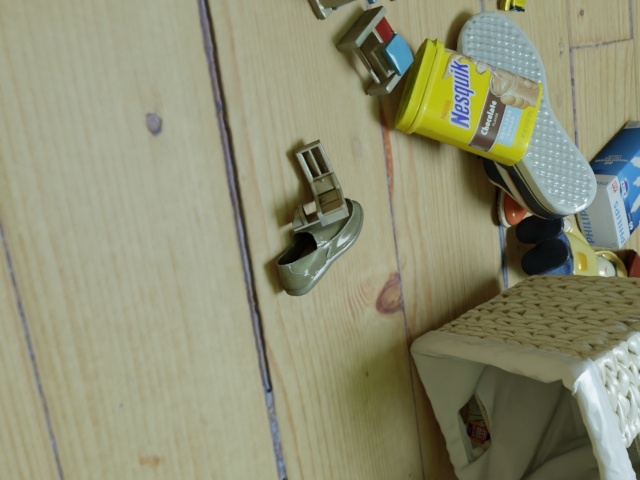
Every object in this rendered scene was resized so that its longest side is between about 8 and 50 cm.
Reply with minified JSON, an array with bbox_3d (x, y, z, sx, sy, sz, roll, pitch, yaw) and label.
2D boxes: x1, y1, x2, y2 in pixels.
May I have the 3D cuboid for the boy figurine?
[{"bbox_3d":[0.436,0.046,1.215,0.285,0.092,0.177,22,57,-43],"label":"boy figurine"}]

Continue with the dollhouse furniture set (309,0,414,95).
[{"bbox_3d":[0.090,-0.293,0.861,0.183,0.129,0.129,51,62,-31],"label":"dollhouse furniture set"}]

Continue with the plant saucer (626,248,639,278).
[{"bbox_3d":[0.665,0.131,1.335,0.048,0.259,0.258,-44,166,17],"label":"plant saucer"}]

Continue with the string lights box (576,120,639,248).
[{"bbox_3d":[0.577,-0.111,1.349,0.260,0.077,0.133,-40,120,-32],"label":"string lights box"}]

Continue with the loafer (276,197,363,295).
[{"bbox_3d":[0.000,0.000,0.856,0.148,0.056,0.050,-55,132,-24],"label":"loafer"}]

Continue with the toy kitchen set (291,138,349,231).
[{"bbox_3d":[-0.015,-0.061,0.834,0.068,0.083,0.075,-23,115,6],"label":"toy kitchen set"}]

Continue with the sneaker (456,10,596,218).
[{"bbox_3d":[0.282,-0.174,1.060,0.126,0.127,0.321,-22,85,-10],"label":"sneaker"}]

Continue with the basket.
[{"bbox_3d":[0.350,0.238,0.959,0.267,0.331,0.328,-26,100,-26],"label":"basket"}]

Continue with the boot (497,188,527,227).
[{"bbox_3d":[0.344,-0.084,1.139,0.158,0.085,0.059,-55,127,-22],"label":"boot"}]

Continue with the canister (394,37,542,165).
[{"bbox_3d":[0.198,-0.182,0.950,0.170,0.073,0.126,18,79,-6],"label":"canister"}]

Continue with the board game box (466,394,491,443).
[{"bbox_3d":[0.306,0.228,1.158,0.147,0.045,0.193,10,87,-42],"label":"board game box"}]

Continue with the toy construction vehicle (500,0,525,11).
[{"bbox_3d":[0.279,-0.398,1.091,0.098,0.035,0.085,-6,109,-39],"label":"toy construction vehicle"}]
